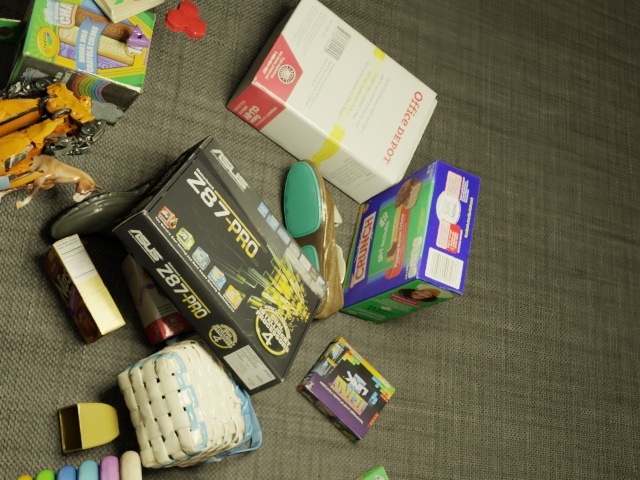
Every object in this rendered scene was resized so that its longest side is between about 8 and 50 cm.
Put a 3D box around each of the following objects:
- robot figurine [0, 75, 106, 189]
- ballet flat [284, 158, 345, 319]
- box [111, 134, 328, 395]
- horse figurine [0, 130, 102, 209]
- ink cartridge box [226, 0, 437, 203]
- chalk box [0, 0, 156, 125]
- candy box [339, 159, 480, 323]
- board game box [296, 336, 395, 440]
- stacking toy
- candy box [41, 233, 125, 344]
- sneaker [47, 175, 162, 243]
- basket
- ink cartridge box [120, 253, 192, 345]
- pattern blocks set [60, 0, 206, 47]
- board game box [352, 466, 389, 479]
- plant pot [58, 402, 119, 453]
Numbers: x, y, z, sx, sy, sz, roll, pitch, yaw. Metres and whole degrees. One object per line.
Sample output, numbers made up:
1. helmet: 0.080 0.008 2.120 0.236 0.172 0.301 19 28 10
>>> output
1. robot figurine: -0.524 -0.183 1.561 0.291 0.085 0.211 -31 63 -35
2. ballet flat: 0.000 0.000 1.921 0.124 0.116 0.342 7 71 -50
3. box: -0.168 0.040 1.658 0.395 0.097 0.318 53 29 -16
4. horse figurine: -0.548 -0.135 1.612 0.263 0.066 0.174 32 43 17
5. ink cartridge box: 0.032 -0.307 1.992 0.385 0.160 0.279 35 61 -15
6. chalk box: -0.489 -0.369 1.711 0.289 0.180 0.179 17 67 -25
7. candy box: 0.181 0.012 1.885 0.122 0.317 0.268 22 65 -20
8. board game box: 0.055 0.311 1.882 0.170 0.048 0.141 45 58 -10
9. stacking toy: -0.463 0.441 1.490 0.331 0.141 0.141 -5 77 -13
10. candy box: -0.436 0.091 1.641 0.053 0.109 0.186 -27 88 -33
11. sneaker: -0.376 -0.037 1.722 0.286 0.109 0.130 -19 94 -28
12. basket: -0.225 0.287 1.662 0.289 0.201 0.254 -2 71 -58
13. ink cartridge box: -0.285 0.092 1.707 0.128 0.127 0.176 -21 85 -24
14. pattern blocks set: -0.388 -0.502 1.699 0.286 0.026 0.324 -20 76 -38
15. board game box: 0.106 0.650 1.809 0.214 0.046 0.317 -24 87 -33
16. plant pot: -0.408 0.331 1.603 0.083 0.082 0.081 0 75 -40
